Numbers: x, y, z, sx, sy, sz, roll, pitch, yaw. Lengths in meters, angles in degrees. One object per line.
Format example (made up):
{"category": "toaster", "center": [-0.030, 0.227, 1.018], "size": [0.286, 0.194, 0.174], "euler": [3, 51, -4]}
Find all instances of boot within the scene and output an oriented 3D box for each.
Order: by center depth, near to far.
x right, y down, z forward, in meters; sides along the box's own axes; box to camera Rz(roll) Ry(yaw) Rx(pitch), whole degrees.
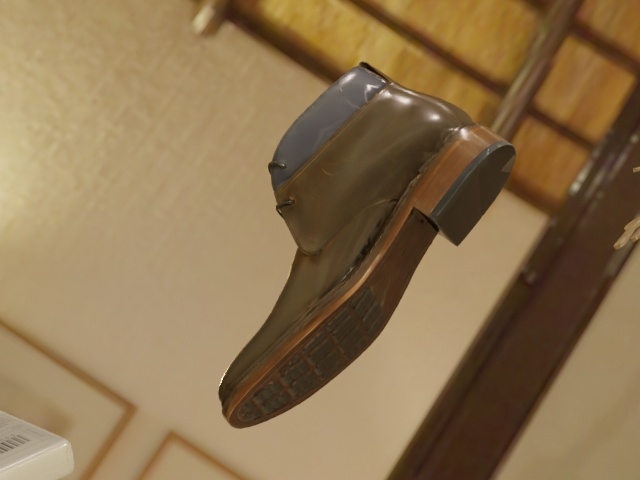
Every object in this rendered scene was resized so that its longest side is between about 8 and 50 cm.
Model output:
{"category": "boot", "center": [0.000, 0.000, 0.982], "size": [0.106, 0.219, 0.082], "euler": [41, -8, 24]}

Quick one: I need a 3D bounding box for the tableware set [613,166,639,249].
{"category": "tableware set", "center": [0.231, -0.049, 1.048], "size": [0.104, 0.154, 0.024], "euler": [-28, -83, 35]}

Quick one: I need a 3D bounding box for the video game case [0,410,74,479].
{"category": "video game case", "center": [-0.244, 0.117, 0.834], "size": [0.173, 0.190, 0.022], "euler": [15, -61, 44]}
